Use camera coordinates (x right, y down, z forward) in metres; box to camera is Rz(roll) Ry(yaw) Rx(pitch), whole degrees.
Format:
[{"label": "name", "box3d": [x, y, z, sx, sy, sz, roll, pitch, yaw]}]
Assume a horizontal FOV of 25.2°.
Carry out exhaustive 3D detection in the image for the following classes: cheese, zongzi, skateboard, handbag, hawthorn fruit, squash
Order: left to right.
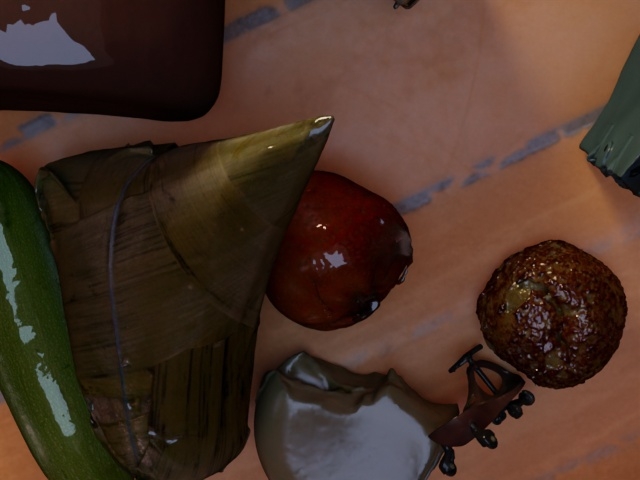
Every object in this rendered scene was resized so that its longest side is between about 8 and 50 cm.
[{"label": "squash", "box3d": [-0.268, 0.108, 1.386, 0.107, 0.107, 0.395, -18, 104, 5]}, {"label": "zongzi", "box3d": [-0.083, 0.058, 1.254, 0.360, 0.160, 0.323, -9, 98, 44]}, {"label": "hawthorn fruit", "box3d": [0.000, 0.000, 1.346, 0.148, 0.148, 0.172, -42, 68, 9]}, {"label": "cheese", "box3d": [0.023, 0.196, 1.409, 0.202, 0.091, 0.175, 31, 99, -6]}, {"label": "skateboard", "box3d": [0.148, 0.155, 1.379, 0.080, 0.151, 0.067, 51, 125, 4]}, {"label": "handbag", "box3d": [0.297, -0.114, 1.272, 0.057, 0.221, 0.144, 34, 99, -8]}]

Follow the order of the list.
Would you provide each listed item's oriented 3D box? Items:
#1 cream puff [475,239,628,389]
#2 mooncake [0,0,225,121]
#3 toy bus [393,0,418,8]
[{"label": "cream puff", "box3d": [0.225, 0.075, 1.384, 0.149, 0.084, 0.149, 0, 100, 1]}, {"label": "mooncake", "box3d": [-0.232, -0.198, 1.250, 0.325, 0.333, 0.174, -1, 88, 36]}, {"label": "toy bus", "box3d": [0.038, -0.294, 1.297, 0.182, 0.103, 0.091, 38, 101, -7]}]
